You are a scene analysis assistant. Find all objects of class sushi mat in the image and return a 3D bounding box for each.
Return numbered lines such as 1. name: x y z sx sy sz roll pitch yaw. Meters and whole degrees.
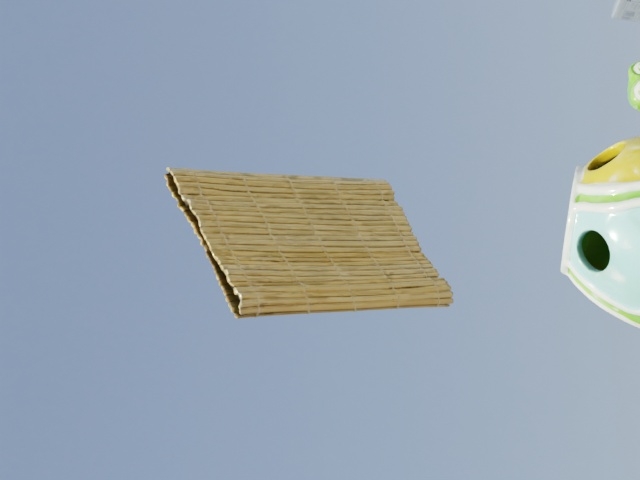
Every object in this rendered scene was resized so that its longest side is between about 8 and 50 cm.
1. sushi mat: 0.000 0.000 1.262 0.316 0.019 0.151 0 -127 -51

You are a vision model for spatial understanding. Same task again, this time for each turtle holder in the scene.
1. turtle holder: 0.417 -0.034 1.702 0.320 0.227 0.243 85 -161 -49

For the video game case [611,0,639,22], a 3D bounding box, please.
1. video game case: 0.504 -0.321 1.917 0.212 0.193 0.023 16 -97 -82
